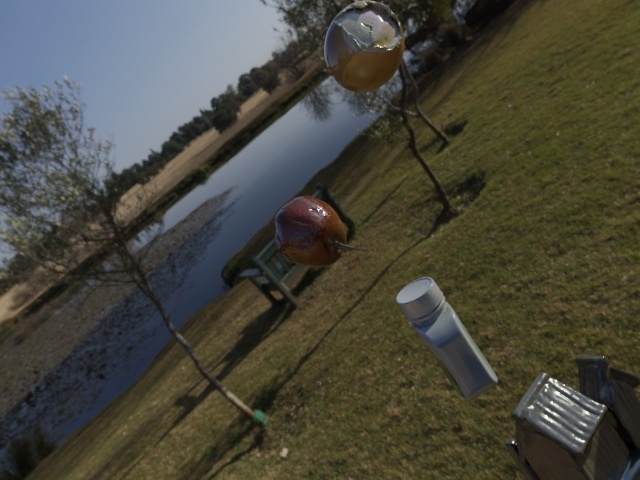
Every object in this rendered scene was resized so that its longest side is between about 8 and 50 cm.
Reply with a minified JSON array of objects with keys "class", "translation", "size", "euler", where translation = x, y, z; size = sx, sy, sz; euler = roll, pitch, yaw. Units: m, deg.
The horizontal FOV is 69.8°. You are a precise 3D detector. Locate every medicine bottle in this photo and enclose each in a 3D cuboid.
[{"class":"medicine bottle","translation":[0.192,0.147,0.706],"size":[0.069,0.183,0.119],"euler":[-33,12,5]}]

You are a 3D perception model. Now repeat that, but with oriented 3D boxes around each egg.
[{"class":"egg","translation":[0.042,-0.189,0.463],"size":[0.080,0.080,0.096],"euler":[-47,-2,-16]}]

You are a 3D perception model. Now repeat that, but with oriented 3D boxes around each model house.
[{"class":"model house","translation":[0.346,0.259,0.620],"size":[0.229,0.188,0.122],"euler":[-30,4,-23]}]

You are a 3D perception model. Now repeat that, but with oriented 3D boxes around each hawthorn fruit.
[{"class":"hawthorn fruit","translation":[-0.017,-0.007,0.916],"size":[0.149,0.149,0.189],"euler":[-41,35,2]}]
